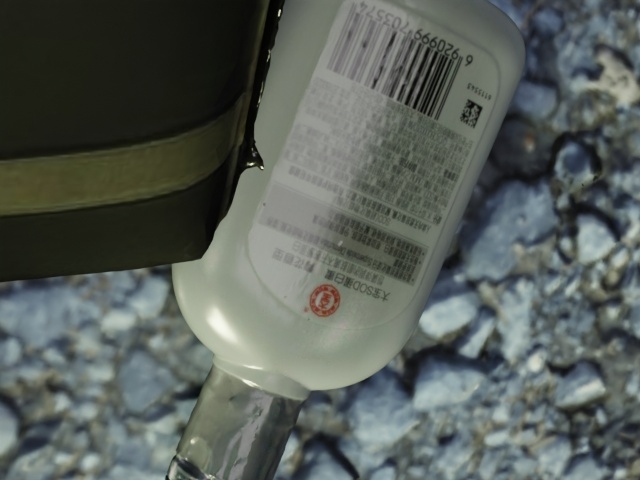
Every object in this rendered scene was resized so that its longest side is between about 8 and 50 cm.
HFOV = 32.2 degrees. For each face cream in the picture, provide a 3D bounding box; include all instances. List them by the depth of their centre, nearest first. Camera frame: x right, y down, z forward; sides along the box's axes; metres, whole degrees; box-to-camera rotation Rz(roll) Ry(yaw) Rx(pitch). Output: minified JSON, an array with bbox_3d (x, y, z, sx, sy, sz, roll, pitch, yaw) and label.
[{"bbox_3d":[0.000,0.000,0.570,0.144,0.071,0.291,20,91,-22],"label":"face cream"}]

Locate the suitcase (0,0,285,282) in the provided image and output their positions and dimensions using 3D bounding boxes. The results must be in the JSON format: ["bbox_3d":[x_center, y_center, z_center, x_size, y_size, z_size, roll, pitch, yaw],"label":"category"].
[{"bbox_3d":[-0.147,-0.149,0.336,0.283,0.194,0.434,-4,134,-22],"label":"suitcase"}]
